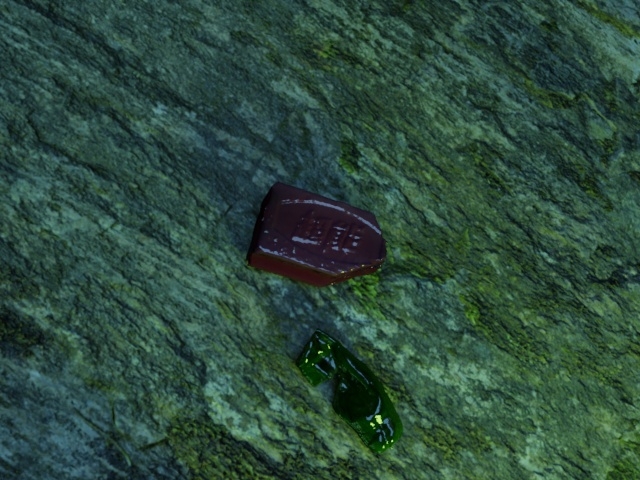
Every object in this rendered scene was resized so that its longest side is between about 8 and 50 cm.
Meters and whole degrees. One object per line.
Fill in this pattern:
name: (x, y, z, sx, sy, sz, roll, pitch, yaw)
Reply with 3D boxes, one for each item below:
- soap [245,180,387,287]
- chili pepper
soap: (0.000, 0.000, 1.950, 0.249, 0.099, 0.162, 17, 63, -11)
chili pepper: (0.059, 0.272, 1.893, 0.099, 0.083, 0.253, -40, 84, -13)
